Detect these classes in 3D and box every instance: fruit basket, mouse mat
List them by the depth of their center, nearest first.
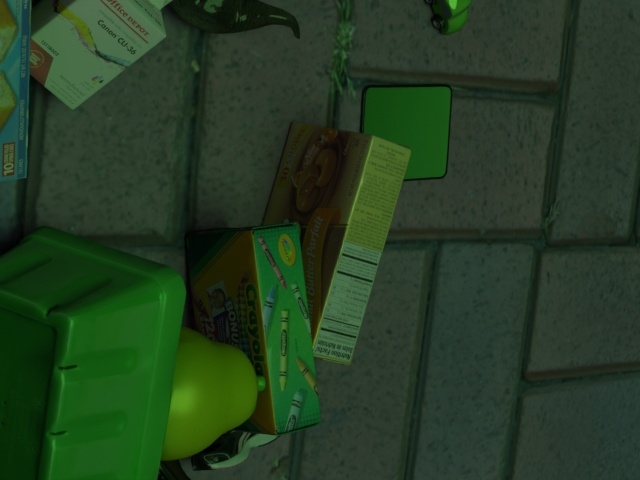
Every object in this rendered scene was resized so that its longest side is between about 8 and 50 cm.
[{"bbox_3d":[-0.262,0.183,1.748,0.392,0.283,0.392,-39,137,-48],"label":"fruit basket"},{"bbox_3d":[0.133,-0.167,2.177,0.190,0.007,0.152,-6,104,-40],"label":"mouse mat"}]

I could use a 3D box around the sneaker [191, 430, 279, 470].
[{"bbox_3d":[-0.131,0.274,2.017,0.178,0.072,0.077,-28,104,-58],"label":"sneaker"}]

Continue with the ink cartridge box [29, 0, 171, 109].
[{"bbox_3d":[-0.271,-0.265,1.709,0.198,0.067,0.115,-36,129,17],"label":"ink cartridge box"}]

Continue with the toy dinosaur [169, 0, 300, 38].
[{"bbox_3d":[-0.155,-0.350,1.844,0.160,0.121,0.313,-52,133,-4],"label":"toy dinosaur"}]

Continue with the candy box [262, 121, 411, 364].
[{"bbox_3d":[0.000,0.000,1.987,0.087,0.183,0.316,16,90,-40],"label":"candy box"}]

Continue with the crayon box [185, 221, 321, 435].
[{"bbox_3d":[-0.093,0.119,1.914,0.081,0.165,0.278,-9,93,-38],"label":"crayon box"}]

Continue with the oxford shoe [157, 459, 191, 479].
[{"bbox_3d":[-0.222,0.271,1.933,0.096,0.083,0.227,-44,125,-28],"label":"oxford shoe"}]

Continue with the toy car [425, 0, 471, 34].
[{"bbox_3d":[0.183,-0.417,2.129,0.239,0.053,0.225,-40,122,-26],"label":"toy car"}]

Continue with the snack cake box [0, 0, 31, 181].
[{"bbox_3d":[-0.423,-0.194,1.615,0.152,0.089,0.264,-15,123,-38],"label":"snack cake box"}]
